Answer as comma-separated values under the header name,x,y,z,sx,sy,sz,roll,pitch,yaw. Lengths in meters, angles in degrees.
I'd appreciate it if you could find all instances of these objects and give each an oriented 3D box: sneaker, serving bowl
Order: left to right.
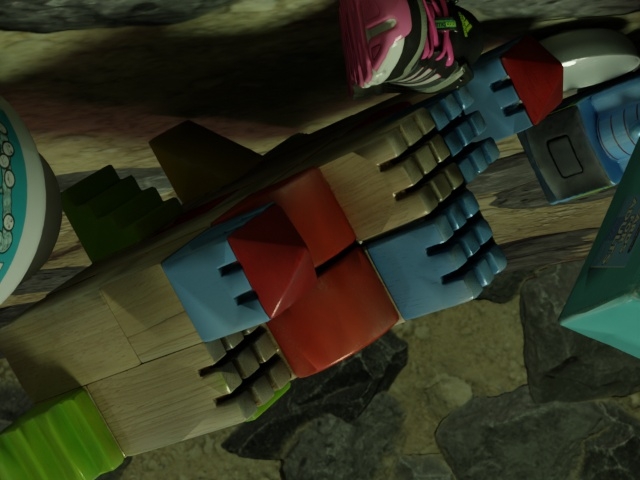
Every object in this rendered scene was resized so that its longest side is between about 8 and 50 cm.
name,x,y,z,sx,sy,sz,roll,pitch,yaw
sneaker,0.050,-0.110,0.776,0.074,0.063,0.170,-9,177,-1
serving bowl,0.163,-0.120,0.956,0.083,0.027,0.083,-10,172,-1

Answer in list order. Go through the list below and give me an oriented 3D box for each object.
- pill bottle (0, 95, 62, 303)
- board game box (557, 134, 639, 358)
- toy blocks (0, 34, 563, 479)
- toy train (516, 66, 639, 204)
name,x,y,z,sx,sy,sz,roll,pitch,yaw
pill bottle,-0.235,-0.025,0.734,0.146,0.146,0.264,-12,172,19
board game box,0.287,-0.017,0.497,0.336,0.254,0.079,25,168,-3
toy blocks,0.000,0.000,0.875,0.261,0.191,0.381,-21,-169,38
toy train,0.226,-0.086,1.002,0.184,0.080,0.105,-18,-168,48
